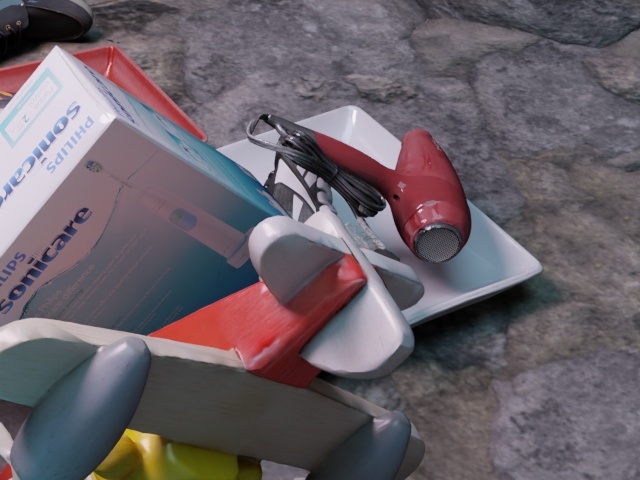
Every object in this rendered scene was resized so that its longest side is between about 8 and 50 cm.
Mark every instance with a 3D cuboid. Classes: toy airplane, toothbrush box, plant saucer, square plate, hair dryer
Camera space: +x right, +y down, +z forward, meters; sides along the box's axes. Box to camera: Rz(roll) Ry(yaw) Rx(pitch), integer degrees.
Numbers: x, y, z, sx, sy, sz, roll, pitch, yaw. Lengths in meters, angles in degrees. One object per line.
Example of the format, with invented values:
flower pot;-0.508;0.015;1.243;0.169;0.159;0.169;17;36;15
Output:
toy airplane;-0.077;0.151;1.274;0.386;0.384;0.273;-5;63;-10
toothbrush box;-0.186;-0.005;1.453;0.295;0.216;0.126;30;13;-50
plant saucer;-0.297;-0.125;1.812;0.258;0.048;0.259;-16;39;-26
square plate;0.000;0.000;1.714;0.344;0.049;0.347;-21;47;-29
hair dryer;0.066;-0.070;1.641;0.224;0.080;0.293;54;26;8

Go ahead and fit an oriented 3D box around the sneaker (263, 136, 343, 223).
sneaker;-0.037;-0.038;1.654;0.106;0.078;0.234;-1;42;-13

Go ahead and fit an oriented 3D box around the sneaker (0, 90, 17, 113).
sneaker;-0.381;-0.091;1.491;0.180;0.125;0.321;13;9;34

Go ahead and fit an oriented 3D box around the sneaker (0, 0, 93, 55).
sneaker;-0.390;-0.249;1.957;0.222;0.083;0.118;4;57;-14
